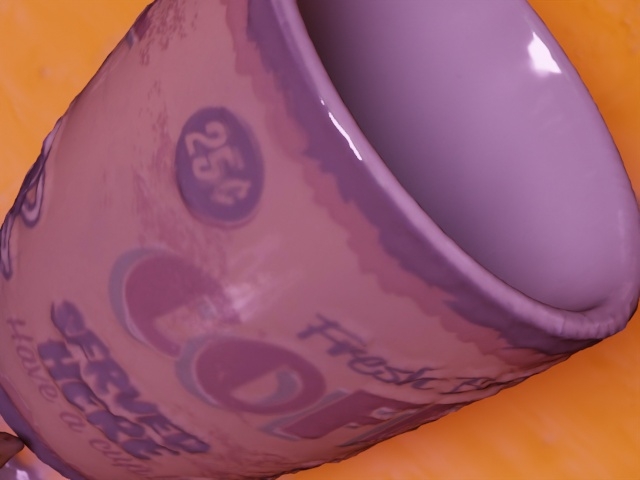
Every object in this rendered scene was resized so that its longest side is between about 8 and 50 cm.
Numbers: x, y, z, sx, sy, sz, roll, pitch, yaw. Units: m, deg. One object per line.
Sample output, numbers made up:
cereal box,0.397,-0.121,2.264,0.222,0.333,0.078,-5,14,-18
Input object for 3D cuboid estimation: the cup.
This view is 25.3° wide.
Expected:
cup,0.000,0.000,0.654,0.257,0.301,0.227,-34,61,33

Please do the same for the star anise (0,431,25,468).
star anise,-0.248,0.136,0.622,0.292,0.109,0.350,27,103,17
